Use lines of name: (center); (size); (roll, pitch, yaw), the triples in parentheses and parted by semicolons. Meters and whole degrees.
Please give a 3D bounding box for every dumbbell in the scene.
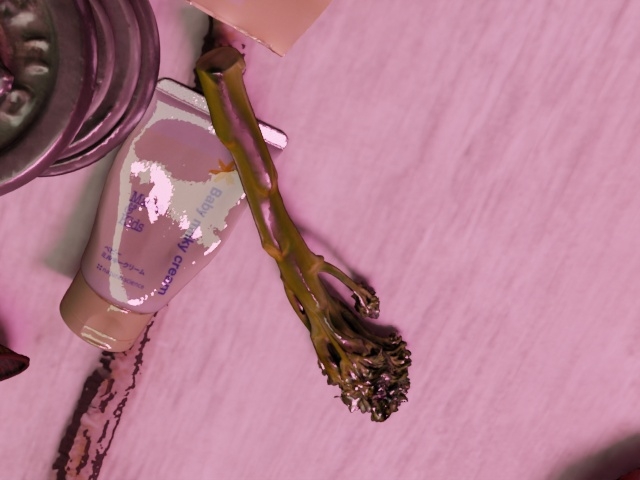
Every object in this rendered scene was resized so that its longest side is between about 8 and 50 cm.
dumbbell: (-0.206, -0.120, 1.240); (0.179, 0.406, 0.179); (0, 95, 3)

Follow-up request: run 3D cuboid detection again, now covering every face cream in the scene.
face cream: (-0.127, -0.017, 1.528); (0.114, 0.070, 0.224); (24, 118, -20)

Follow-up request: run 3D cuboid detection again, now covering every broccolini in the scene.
broccolini: (-0.003, -0.003, 1.529); (0.079, 0.074, 0.392); (15, 142, 33)

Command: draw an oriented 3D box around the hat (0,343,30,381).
hat: (-0.339, 0.080, 1.599); (0.193, 0.082, 0.193); (-9, 169, -2)

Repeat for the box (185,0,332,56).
box: (-0.085, -0.240, 1.253); (0.212, 0.168, 0.095); (28, 126, -23)

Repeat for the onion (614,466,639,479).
onion: (0.332, 0.313, 1.727); (0.252, 0.219, 0.252); (1, 93, 23)
